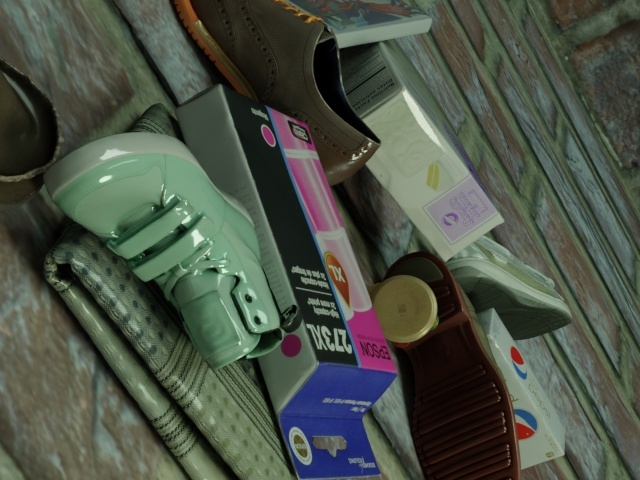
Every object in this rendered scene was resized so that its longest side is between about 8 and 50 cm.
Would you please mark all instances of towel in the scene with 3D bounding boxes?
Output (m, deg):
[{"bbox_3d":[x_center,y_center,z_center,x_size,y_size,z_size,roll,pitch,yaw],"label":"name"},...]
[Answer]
[{"bbox_3d":[-0.103,0.066,1.140,0.324,0.056,0.312,54,23,-20],"label":"towel"}]

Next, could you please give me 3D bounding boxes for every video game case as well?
[{"bbox_3d":[0.006,-0.286,1.521,0.183,0.023,0.201,36,34,28],"label":"video game case"}]

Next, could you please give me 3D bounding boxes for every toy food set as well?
[{"bbox_3d":[0.096,0.082,1.491,0.020,0.083,0.083,63,7,-74],"label":"toy food set"}]

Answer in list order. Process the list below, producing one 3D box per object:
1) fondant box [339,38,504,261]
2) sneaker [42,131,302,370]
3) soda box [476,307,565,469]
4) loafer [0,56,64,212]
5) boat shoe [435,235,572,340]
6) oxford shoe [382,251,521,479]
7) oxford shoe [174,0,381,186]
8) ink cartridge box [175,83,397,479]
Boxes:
[{"bbox_3d":[0.093,-0.159,1.603,0.238,0.096,0.330,49,14,-33],"label":"fondant box"},{"bbox_3d":[-0.103,0.016,0.978,0.256,0.094,0.151,30,32,-59],"label":"sneaker"},{"bbox_3d":[0.249,0.201,1.711,0.216,0.074,0.069,57,25,-19],"label":"soda box"},{"bbox_3d":[-0.285,-0.128,0.817,0.366,0.130,0.134,34,39,-51],"label":"loafer"},{"bbox_3d":[0.263,0.064,1.828,0.320,0.118,0.103,25,49,-47],"label":"boat shoe"},{"bbox_3d":[0.176,0.183,1.519,0.130,0.123,0.348,36,38,-58],"label":"oxford shoe"},{"bbox_3d":[-0.052,-0.225,1.394,0.364,0.132,0.130,62,24,4],"label":"oxford shoe"},{"bbox_3d":[-0.019,0.041,1.206,0.175,0.069,0.371,17,52,-62],"label":"ink cartridge box"}]
